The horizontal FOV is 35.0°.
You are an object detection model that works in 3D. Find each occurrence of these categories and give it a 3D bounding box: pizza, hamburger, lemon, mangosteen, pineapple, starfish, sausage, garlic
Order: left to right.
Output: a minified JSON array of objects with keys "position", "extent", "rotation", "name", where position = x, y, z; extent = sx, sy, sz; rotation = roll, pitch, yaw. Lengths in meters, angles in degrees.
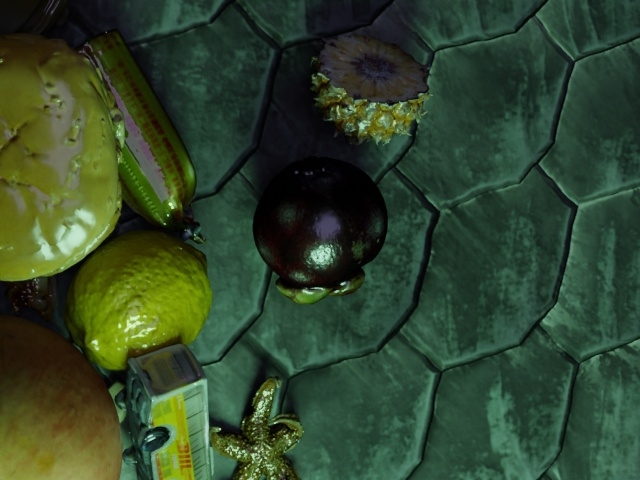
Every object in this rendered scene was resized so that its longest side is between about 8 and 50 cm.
[{"position":[-0.377,-0.096,1.204],"extent":[0.318,0.158,0.319],"rotation":[1,96,6],"name":"hamburger"},{"position":[-0.396,0.020,1.322],"extent":[0.154,0.069,0.194],"rotation":[-29,97,-15],"name":"pizza"},{"position":[-0.290,0.229,1.375],"extent":[0.083,0.041,0.053],"rotation":[-41,88,-20],"name":"garlic"},{"position":[-0.241,-0.126,1.339],"extent":[0.117,0.125,0.317],"rotation":[-32,100,-5],"name":"sausage"},{"position":[-0.234,0.079,1.316],"extent":[0.180,0.180,0.193],"rotation":[27,52,-15],"name":"lemon"},{"position":[-0.092,0.282,1.414],"extent":[0.146,0.074,0.190],"rotation":[3,90,-18],"name":"starfish"},{"position":[0.000,0.000,1.391],"extent":[0.194,0.194,0.230],"rotation":[-12,120,-16],"name":"mangosteen"},{"position":[0.063,-0.191,1.443],"extent":[0.176,0.137,0.161],"rotation":[6,46,-12],"name":"pineapple"}]

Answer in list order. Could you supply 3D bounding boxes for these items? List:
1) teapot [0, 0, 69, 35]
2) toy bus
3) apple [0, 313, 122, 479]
[{"position":[-0.402,-0.314,1.275],"extent":[0.267,0.185,0.175],"rotation":[-42,136,17],"name":"teapot"},{"position":[-0.196,0.251,1.308],"extent":[0.106,0.092,0.268],"rotation":[-19,137,-23],"name":"toy bus"},{"position":[-0.414,0.264,1.183],"extent":[0.364,0.364,0.364],"rotation":[0,91,-17],"name":"apple"}]
